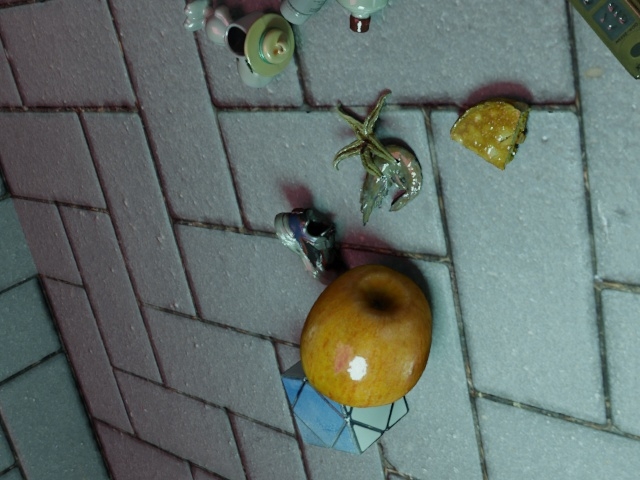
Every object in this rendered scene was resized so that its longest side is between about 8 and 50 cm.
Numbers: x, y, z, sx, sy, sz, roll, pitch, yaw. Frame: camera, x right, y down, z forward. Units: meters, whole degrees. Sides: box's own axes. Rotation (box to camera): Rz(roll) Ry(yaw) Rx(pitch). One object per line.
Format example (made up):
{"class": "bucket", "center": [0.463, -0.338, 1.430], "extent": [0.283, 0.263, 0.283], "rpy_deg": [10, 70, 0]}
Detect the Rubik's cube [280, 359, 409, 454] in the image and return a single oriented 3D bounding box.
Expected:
{"class": "Rubik's cube", "center": [0.060, 0.377, 2.091], "extent": [0.205, 0.207, 0.205], "rpy_deg": [0, 114, 48]}

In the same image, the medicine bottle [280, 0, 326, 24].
{"class": "medicine bottle", "center": [-0.025, -0.505, 1.726], "extent": [0.080, 0.080, 0.130], "rpy_deg": [55, 141, 5]}

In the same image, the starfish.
{"class": "starfish", "center": [0.097, -0.219, 1.786], "extent": [0.223, 0.050, 0.217], "rpy_deg": [54, 133, 30]}

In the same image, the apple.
{"class": "apple", "center": [0.104, 0.206, 1.870], "extent": [0.299, 0.299, 0.275], "rpy_deg": [35, 127, 27]}

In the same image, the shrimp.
{"class": "shrimp", "center": [0.147, -0.108, 1.826], "extent": [0.126, 0.047, 0.223], "rpy_deg": [36, 132, 15]}

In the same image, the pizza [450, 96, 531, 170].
{"class": "pizza", "center": [0.322, -0.199, 1.582], "extent": [0.175, 0.046, 0.134], "rpy_deg": [-1, 112, 47]}

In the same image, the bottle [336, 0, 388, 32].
{"class": "bottle", "center": [0.083, -0.512, 1.592], "extent": [0.104, 0.104, 0.245], "rpy_deg": [29, 131, 32]}

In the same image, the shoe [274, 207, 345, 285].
{"class": "shoe", "center": [0.000, 0.000, 2.010], "extent": [0.125, 0.099, 0.227], "rpy_deg": [-36, 108, 26]}

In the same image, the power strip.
{"class": "power strip", "center": [0.440, -0.389, 1.327], "extent": [0.387, 0.066, 0.092], "rpy_deg": [52, 142, 7]}

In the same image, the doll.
{"class": "doll", "center": [-0.188, -0.458, 1.877], "extent": [0.271, 0.144, 0.208], "rpy_deg": [48, 149, 6]}
